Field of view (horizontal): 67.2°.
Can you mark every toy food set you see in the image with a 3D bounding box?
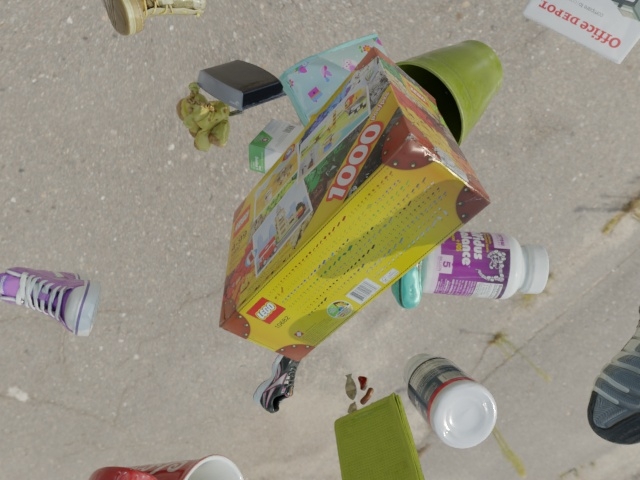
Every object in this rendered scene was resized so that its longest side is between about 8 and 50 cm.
[{"bbox_3d":[0.098,0.374,1.130,0.078,0.122,0.019,-13,152,23],"label":"toy food set"}]

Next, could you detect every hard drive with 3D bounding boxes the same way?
[{"bbox_3d":[-0.231,-0.452,1.379,0.172,0.254,0.054,-28,136,-27],"label":"hard drive"}]

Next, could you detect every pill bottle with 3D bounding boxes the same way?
[{"bbox_3d":[0.208,0.260,0.818,0.108,0.180,0.108,-1,95,-8],"label":"pill bottle"},{"bbox_3d":[0.401,0.061,1.218,0.301,0.169,0.169,4,126,3],"label":"pill bottle"}]

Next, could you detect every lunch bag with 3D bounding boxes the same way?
[{"bbox_3d":[0.055,-0.343,1.166,0.262,0.223,0.160,-25,175,-19],"label":"lunch bag"}]

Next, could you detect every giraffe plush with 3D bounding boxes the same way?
[{"bbox_3d":[-0.372,-0.393,1.503,0.210,0.181,0.170,-27,163,27],"label":"giraffe plush"}]

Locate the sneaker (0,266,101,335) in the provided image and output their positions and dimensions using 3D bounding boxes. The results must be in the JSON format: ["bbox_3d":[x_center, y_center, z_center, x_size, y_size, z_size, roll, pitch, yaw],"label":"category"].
[{"bbox_3d":[-0.498,0.105,0.870,0.161,0.282,0.102,16,82,-34],"label":"sneaker"}]

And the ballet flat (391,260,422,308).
[{"bbox_3d":[0.201,0.039,1.144,0.083,0.087,0.247,-4,106,-14],"label":"ballet flat"}]

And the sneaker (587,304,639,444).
[{"bbox_3d":[0.411,0.141,0.593,0.229,0.086,0.132,-62,154,9],"label":"sneaker"}]

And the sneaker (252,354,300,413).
[{"bbox_3d":[-0.088,0.352,1.202,0.072,0.077,0.178,27,95,-48],"label":"sneaker"}]

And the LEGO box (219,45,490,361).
[{"bbox_3d":[0.029,-0.066,0.946,0.193,0.372,0.500,30,121,-26],"label":"LEGO box"}]

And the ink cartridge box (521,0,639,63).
[{"bbox_3d":[0.506,-0.473,0.813,0.198,0.115,0.273,31,125,7],"label":"ink cartridge box"}]

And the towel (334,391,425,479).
[{"bbox_3d":[0.071,0.292,0.537,0.102,0.237,0.021,-28,127,14],"label":"towel"}]

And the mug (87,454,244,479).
[{"bbox_3d":[-0.185,0.278,0.517,0.169,0.113,0.150,-15,102,28],"label":"mug"}]

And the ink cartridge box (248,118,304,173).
[{"bbox_3d":[-0.068,-0.244,1.346,0.219,0.160,0.092,18,134,12],"label":"ink cartridge box"}]

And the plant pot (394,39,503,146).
[{"bbox_3d":[0.445,-0.524,1.696,0.353,0.366,0.366,-40,134,-26],"label":"plant pot"}]

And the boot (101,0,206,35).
[{"bbox_3d":[-0.329,-0.488,0.979,0.203,0.262,0.095,-11,131,-26],"label":"boot"}]
